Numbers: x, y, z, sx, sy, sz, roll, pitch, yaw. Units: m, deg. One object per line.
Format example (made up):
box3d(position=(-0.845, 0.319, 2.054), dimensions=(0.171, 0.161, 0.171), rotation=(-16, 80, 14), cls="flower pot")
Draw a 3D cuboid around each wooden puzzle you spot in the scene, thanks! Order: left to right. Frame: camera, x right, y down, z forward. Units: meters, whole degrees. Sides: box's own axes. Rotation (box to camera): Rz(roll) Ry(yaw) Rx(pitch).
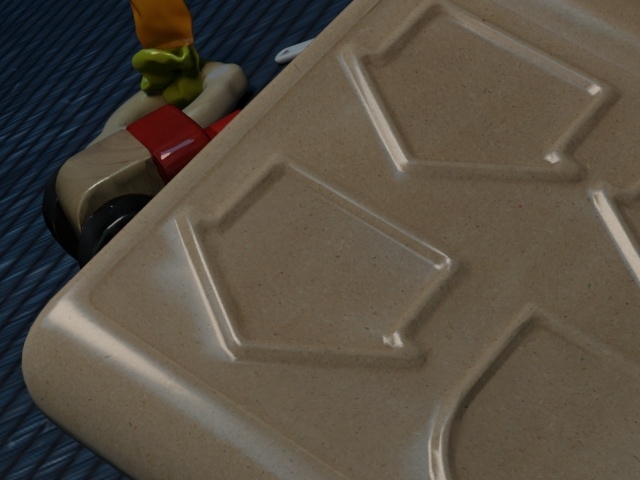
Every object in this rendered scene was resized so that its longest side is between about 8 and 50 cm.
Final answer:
box3d(position=(0.089, 0.028, 0.853), dimensions=(0.322, 0.080, 0.348), rotation=(31, 66, 23), cls="wooden puzzle")

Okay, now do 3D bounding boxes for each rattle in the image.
box3d(position=(-0.163, -0.113, 1.496), dimensions=(0.199, 0.143, 0.130), rotation=(-39, 43, -23), cls="rattle")

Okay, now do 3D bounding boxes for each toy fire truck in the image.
box3d(position=(0.000, 0.000, 1.001), dimensions=(0.246, 0.217, 0.158), rotation=(-30, 23, -9), cls="toy fire truck")

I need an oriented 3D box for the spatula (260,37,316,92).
box3d(position=(0.033, -0.142, 1.436), dimensions=(0.242, 0.019, 0.168), rotation=(-15, 32, 36), cls="spatula")
